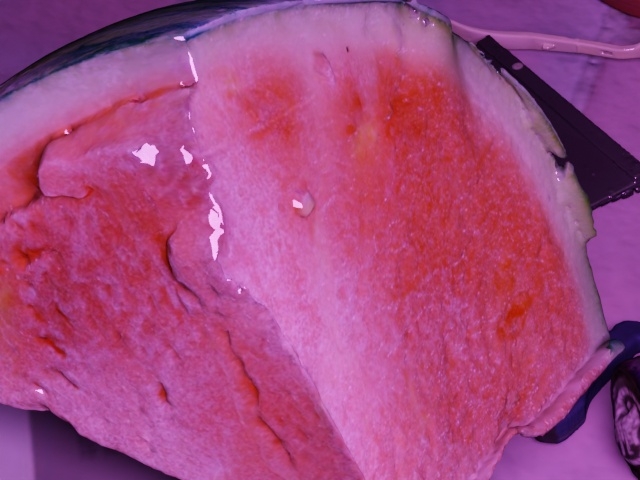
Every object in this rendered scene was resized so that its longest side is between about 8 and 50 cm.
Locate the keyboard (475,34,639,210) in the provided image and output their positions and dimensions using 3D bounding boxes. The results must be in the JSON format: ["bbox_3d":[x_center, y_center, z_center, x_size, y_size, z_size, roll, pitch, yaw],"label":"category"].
[{"bbox_3d":[0.143,-0.078,1.198,0.060,0.018,0.195,-25,42,-15],"label":"keyboard"}]

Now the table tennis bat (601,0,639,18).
[{"bbox_3d":[0.345,-0.230,1.357,0.310,0.038,0.200,-6,41,-4],"label":"table tennis bat"}]

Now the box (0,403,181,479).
[{"bbox_3d":[-0.184,0.093,0.924,0.396,0.111,0.396,-8,38,-9],"label":"box"}]

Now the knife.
[{"bbox_3d":[0.153,0.074,0.999,0.031,0.018,0.121,20,42,37],"label":"knife"}]

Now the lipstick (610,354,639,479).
[{"bbox_3d":[0.299,0.063,0.952,0.299,0.081,0.081,-14,39,-13],"label":"lipstick"}]

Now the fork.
[{"bbox_3d":[0.184,-0.139,1.264,0.219,0.034,0.028,12,67,21],"label":"fork"}]

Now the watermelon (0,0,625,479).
[{"bbox_3d":[-0.011,-0.030,0.833,0.319,0.222,0.292,27,37,14],"label":"watermelon"}]
